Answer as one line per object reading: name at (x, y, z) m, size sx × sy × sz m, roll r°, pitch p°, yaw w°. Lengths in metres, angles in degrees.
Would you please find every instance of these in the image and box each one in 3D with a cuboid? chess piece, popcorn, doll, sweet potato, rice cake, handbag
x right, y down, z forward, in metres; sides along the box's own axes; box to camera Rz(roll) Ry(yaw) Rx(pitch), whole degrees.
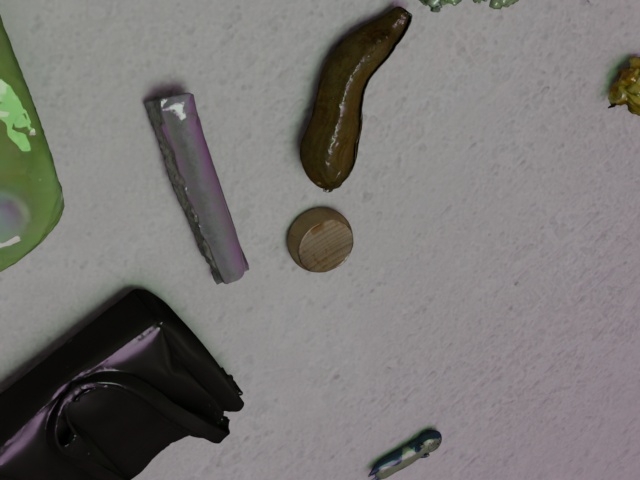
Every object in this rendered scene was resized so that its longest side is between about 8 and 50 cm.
chess piece at (0.000, 0.000, 1.471) m, size 0.084 × 0.038 × 0.083 m, roll -12°, pitch 124°, yaw -18°
popcorn at (0.408, -0.190, 1.540) m, size 0.084 × 0.084 × 0.084 m, roll -13°, pitch 125°, yaw -20°
doll at (0.124, 0.317, 1.741) m, size 0.125 × 0.027 × 0.037 m, roll -32°, pitch 136°, yaw -7°
sweet potato at (0.031, -0.166, 1.370) m, size 0.081 × 0.062 × 0.233 m, roll 4°, pitch 115°, yaw -47°
rice cake at (-0.136, -0.057, 1.356) m, size 0.055 × 0.049 × 0.269 m, roll -33°, pitch 129°, yaw -23°
handbag at (-0.249, 0.218, 1.438) m, size 0.285 × 0.113 × 0.257 m, roll -39°, pitch 136°, yaw -1°

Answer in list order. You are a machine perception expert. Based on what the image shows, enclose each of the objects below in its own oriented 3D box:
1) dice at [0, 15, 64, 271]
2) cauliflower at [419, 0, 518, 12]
dice at (-0.387, -0.104, 1.062) m, size 0.252 × 0.254 × 0.249 m, roll -20°, pitch 126°, yaw -13°
cauliflower at (0.112, -0.338, 1.236) m, size 0.316 × 0.238 × 0.256 m, roll -10°, pitch 166°, yaw -1°
